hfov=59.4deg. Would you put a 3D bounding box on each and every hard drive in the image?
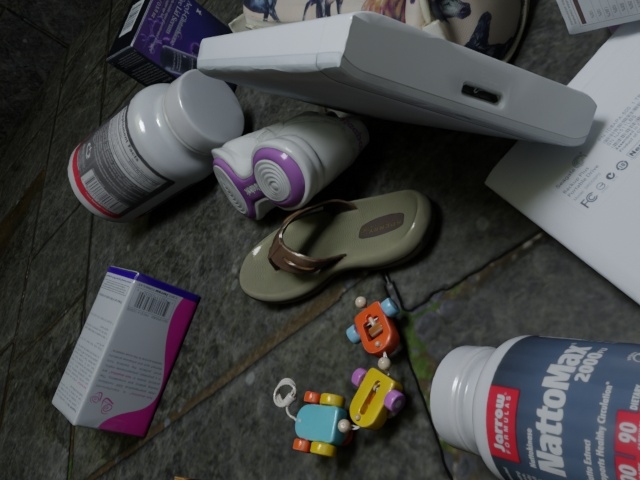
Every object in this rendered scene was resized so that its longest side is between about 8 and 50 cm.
[{"bbox_3d":[0.038,-0.152,0.542,0.353,0.233,0.047,32,111,59],"label":"hard drive"},{"bbox_3d":[0.289,-0.040,0.392,0.210,0.040,0.318,-50,40,13],"label":"hard drive"}]

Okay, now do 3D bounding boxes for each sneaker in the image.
[{"bbox_3d":[-0.047,-0.105,0.765,0.152,0.114,0.305,-36,21,-23],"label":"sneaker"}]

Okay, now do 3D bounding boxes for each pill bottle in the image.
[{"bbox_3d":[0.166,0.119,0.372,0.180,0.108,0.108,-7,62,54],"label":"pill bottle"},{"bbox_3d":[-0.283,-0.161,0.973,0.319,0.176,0.176,-23,52,37],"label":"pill bottle"}]

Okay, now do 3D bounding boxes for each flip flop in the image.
[{"bbox_3d":[0.000,0.000,0.648,0.277,0.080,0.112,-17,56,40],"label":"flip flop"}]

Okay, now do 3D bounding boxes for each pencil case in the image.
[{"bbox_3d":[0.055,-0.289,0.698,0.183,0.160,0.410,-49,38,-10],"label":"pencil case"}]

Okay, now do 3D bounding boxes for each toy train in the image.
[{"bbox_3d":[0.032,0.141,0.560,0.166,0.046,0.125,-43,41,16],"label":"toy train"}]

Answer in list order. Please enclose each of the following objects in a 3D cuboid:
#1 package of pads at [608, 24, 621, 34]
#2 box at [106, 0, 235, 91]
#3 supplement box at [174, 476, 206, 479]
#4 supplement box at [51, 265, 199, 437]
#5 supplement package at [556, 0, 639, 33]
[{"bbox_3d":[0.294,-0.225,0.505,0.083,0.032,0.050,-30,43,31],"label":"package of pads"},{"bbox_3d":[-0.256,-0.345,1.030,0.108,0.207,0.153,-1,68,47],"label":"box"},{"bbox_3d":[-0.042,0.316,0.464,0.191,0.129,0.194,-13,59,43],"label":"supplement box"},{"bbox_3d":[-0.289,0.162,0.837,0.114,0.111,0.220,5,71,48],"label":"supplement box"},{"bbox_3d":[0.268,-0.339,0.428,0.145,0.204,0.261,5,59,48],"label":"supplement package"}]
